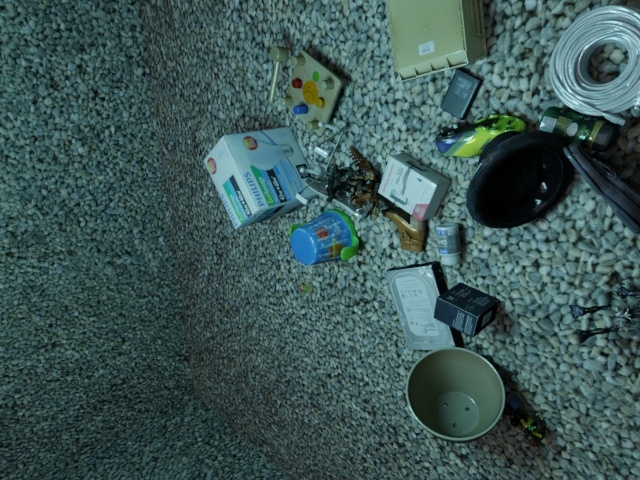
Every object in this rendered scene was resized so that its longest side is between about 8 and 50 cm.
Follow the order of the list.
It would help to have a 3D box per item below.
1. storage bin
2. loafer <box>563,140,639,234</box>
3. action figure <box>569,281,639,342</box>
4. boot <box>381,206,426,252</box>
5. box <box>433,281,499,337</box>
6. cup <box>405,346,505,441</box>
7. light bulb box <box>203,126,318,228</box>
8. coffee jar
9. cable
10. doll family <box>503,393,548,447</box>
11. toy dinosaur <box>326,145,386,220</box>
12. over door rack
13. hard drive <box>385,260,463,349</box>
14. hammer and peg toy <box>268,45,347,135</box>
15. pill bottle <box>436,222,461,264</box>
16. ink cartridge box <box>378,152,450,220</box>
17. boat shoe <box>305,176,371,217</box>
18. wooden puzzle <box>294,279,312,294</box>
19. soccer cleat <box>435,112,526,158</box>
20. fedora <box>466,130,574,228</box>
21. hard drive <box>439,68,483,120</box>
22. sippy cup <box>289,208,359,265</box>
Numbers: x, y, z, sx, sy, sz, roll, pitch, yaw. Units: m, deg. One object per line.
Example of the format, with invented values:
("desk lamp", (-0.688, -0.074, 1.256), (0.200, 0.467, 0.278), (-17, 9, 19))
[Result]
("storage bin", (0.357, -0.653, 1.456), (0.262, 0.123, 0.260), (3, 108, 46))
("loafer", (0.759, -0.152, 1.216), (0.302, 0.109, 0.095), (46, 121, -4))
("action figure", (0.835, 0.193, 1.275), (0.276, 0.141, 0.163), (-16, 85, 23))
("boot", (0.311, -0.041, 1.794), (0.197, 0.073, 0.152), (21, 124, 44))
("box", (0.504, 0.237, 1.630), (0.158, 0.156, 0.093), (27, 125, 38))
("cup", (0.489, 0.590, 1.706), (0.331, 0.331, 0.237), (30, 155, 36))
("light bulb box", (-0.257, -0.284, 2.086), (0.225, 0.361, 0.357), (-32, 81, 49))
("coffee jar", (0.690, -0.297, 1.257), (0.184, 0.096, 0.079), (32, 119, 34))
("cable", (0.717, -0.444, 1.177), (0.257, 0.089, 0.257), (34, 127, 35))
("doll family", (0.693, 0.616, 1.611), (0.193, 0.111, 0.076), (39, 131, 31))
("toy dinosaur", (0.139, -0.219, 1.824), (0.321, 0.219, 0.164), (-105, 16, -48))
("over door rack", (-0.010, -0.326, 1.835), (0.108, 0.324, 0.239), (26, 127, 1))
("hard drive", (0.396, 0.259, 1.827), (0.237, 0.064, 0.338), (-12, 97, 49))
("hammer and peg toy", (-0.068, -0.626, 1.924), (0.361, 0.127, 0.265), (46, 136, 25))
("pill bottle", (0.452, 0.012, 1.654), (0.078, 0.078, 0.137), (3, 107, 47))
("ink cartridge box", (0.331, -0.195, 1.693), (0.218, 0.092, 0.158), (40, 131, 32))
("boat shoe", (0.083, -0.205, 1.955), (0.335, 0.112, 0.095), (33, 112, 28))
("wooden puzzle", (-0.089, 0.238, 2.380), (0.116, 0.014, 0.078), (-31, 82, 49))
("soccer cleat", (0.504, -0.319, 1.479), (0.289, 0.093, 0.121), (-1, 135, 43))
("fedora", (0.557, -0.196, 1.372), (0.152, 0.334, 0.334), (-98, 25, -46))
("hard drive", (0.448, -0.467, 1.507), (0.094, 0.022, 0.135), (42, 132, 28))
("sippy cup", (0.000, 0.000, 2.028), (0.306, 0.224, 0.239), (-26, 86, 50))
